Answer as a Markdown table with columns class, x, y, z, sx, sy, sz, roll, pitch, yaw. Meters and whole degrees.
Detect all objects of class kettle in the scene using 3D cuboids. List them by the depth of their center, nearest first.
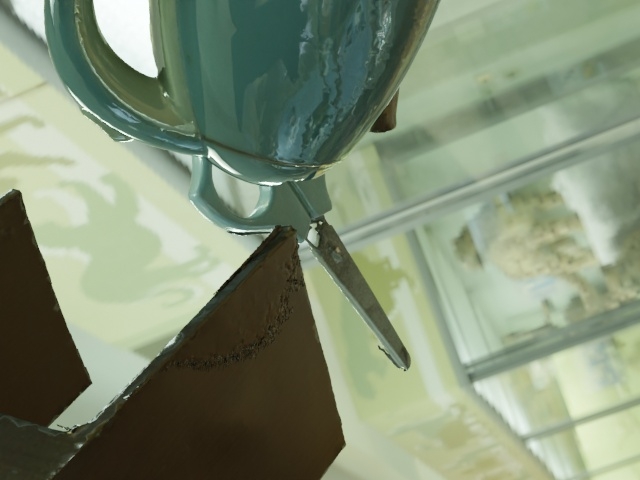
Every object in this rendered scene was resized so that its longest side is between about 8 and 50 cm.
| class | x | y | z | sx | sy | sz | roll | pitch | yaw |
| --- | --- | --- | --- | --- | --- | --- | --- | --- | --- |
| kettle | -0.055 | -0.213 | 1.004 | 0.247 | 0.320 | 0.342 | -126 | 47 | -62 |

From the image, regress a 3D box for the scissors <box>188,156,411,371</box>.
| class | x | y | z | sx | sy | sz | roll | pitch | yaw |
| --- | --- | --- | --- | --- | --- | --- | --- | --- | --- |
| scissors | -0.001 | 0.000 | 1.232 | 0.360 | 0.029 | 0.191 | 57 | -130 | -27 |

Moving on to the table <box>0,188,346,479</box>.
| class | x | y | z | sx | sy | sz | roll | pitch | yaw |
| --- | --- | --- | --- | --- | --- | --- | --- | --- | --- |
| table | -0.166 | 0.129 | 0.767 | 0.282 | 0.251 | 0.196 | -48 | -45 | -43 |
